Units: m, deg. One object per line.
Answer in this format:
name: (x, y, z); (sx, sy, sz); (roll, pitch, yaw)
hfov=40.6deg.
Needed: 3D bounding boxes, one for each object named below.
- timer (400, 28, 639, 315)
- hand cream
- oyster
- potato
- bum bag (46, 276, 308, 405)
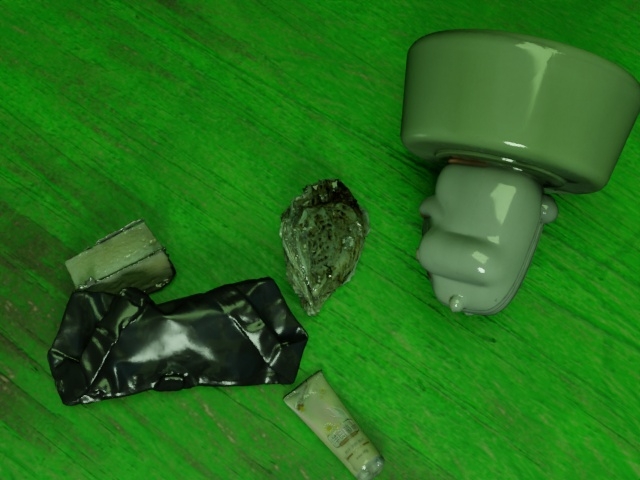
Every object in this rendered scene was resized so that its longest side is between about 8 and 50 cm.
timer: (0.211, -0.062, 1.063); (0.291, 0.291, 0.315); (16, 88, 2)
hand cream: (0.022, 0.223, 1.036); (0.061, 0.039, 0.143); (-38, 71, -14)
oyster: (0.000, 0.000, 1.110); (0.125, 0.064, 0.177); (38, 60, -5)
potato: (-0.248, 0.034, 1.066); (0.122, 0.086, 0.061); (-27, 59, -12)
bum bag: (-0.168, 0.118, 1.032); (0.310, 0.074, 0.137); (-4, 97, -10)
